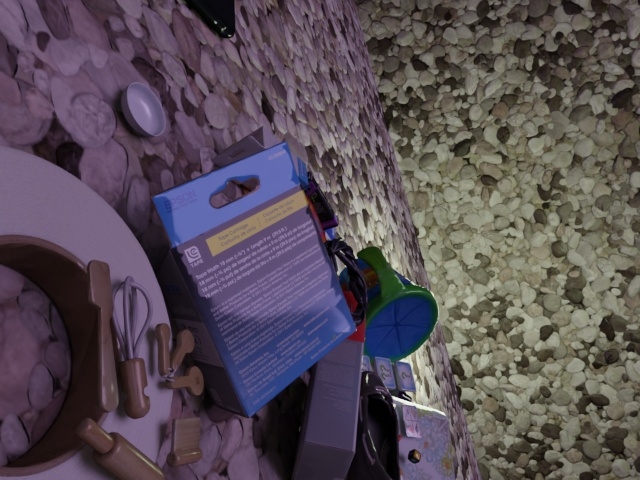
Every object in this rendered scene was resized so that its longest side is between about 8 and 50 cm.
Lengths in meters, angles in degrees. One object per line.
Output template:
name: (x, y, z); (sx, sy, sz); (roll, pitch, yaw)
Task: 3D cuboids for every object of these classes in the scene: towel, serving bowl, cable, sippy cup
towel: (0.179, 0.550, 1.167); (0.320, 0.090, 0.375); (26, 48, -27)
serving bowl: (-0.272, -0.194, 0.765); (0.083, 0.027, 0.084); (-15, 90, -71)
cable: (0.047, 0.086, 1.036); (0.150, 0.047, 0.185); (0, 69, -62)
sippy cup: (0.151, 0.165, 1.330); (0.239, 0.306, 0.224); (10, 24, -31)

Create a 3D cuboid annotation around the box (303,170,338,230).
box: (-0.041, -0.079, 1.174); (0.029, 0.115, 0.162); (-88, 154, -44)

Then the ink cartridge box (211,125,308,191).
ink cartridge box: (-0.119, -0.156, 1.011); (0.181, 0.104, 0.062); (37, 37, -46)

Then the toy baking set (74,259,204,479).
toy baking set: (-0.190, 0.149, 0.533); (0.197, 0.030, 0.256); (-94, 165, -44)

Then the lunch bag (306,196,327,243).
lunch bag: (-0.051, 0.072, 1.032); (0.293, 0.120, 0.258); (-69, 140, -60)

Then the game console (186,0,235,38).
game console: (-0.289, -0.648, 1.010); (0.386, 0.060, 0.342); (28, 50, -63)

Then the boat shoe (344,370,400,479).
boat shoe: (0.116, 0.367, 0.995); (0.112, 0.095, 0.335); (38, 26, -11)

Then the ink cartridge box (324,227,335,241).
ink cartridge box: (0.000, 0.000, 1.330); (0.207, 0.046, 0.097); (-87, 154, -42)

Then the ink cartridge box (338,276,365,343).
ink cartridge box: (0.049, 0.206, 1.109); (0.134, 0.077, 0.231); (-82, -178, -47)

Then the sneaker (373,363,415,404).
sneaker: (0.226, 0.405, 1.565); (0.083, 0.098, 0.224); (-10, 85, -70)

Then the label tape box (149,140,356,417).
label tape box: (-0.106, 0.051, 0.769); (0.240, 0.105, 0.334); (-31, 107, -37)

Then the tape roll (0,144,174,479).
tape roll: (-0.283, 0.102, 0.458); (0.392, 0.071, 0.393); (-14, 90, -70)

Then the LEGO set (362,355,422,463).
LEGO set: (0.171, 0.380, 1.170); (0.182, 0.060, 0.245); (17, 48, -28)

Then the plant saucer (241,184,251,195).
plant saucer: (-0.140, -0.095, 1.071); (0.083, 0.013, 0.084); (-14, 90, -70)

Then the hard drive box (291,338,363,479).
hard drive box: (0.014, 0.327, 0.949); (0.232, 0.089, 0.181); (-77, 180, -51)
